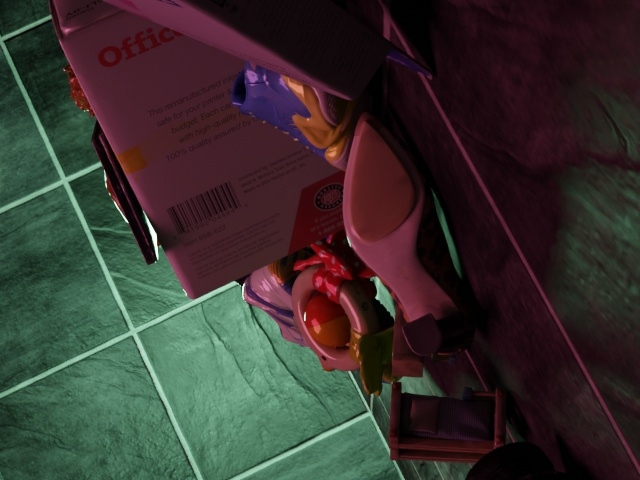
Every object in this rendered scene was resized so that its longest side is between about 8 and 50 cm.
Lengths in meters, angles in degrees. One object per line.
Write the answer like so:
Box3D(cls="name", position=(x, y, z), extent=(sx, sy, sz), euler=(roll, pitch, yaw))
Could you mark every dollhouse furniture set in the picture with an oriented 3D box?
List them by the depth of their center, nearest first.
Box3D(cls="dollhouse furniture set", position=(0.146, 0.153, 1.473), extent=(0.129, 0.129, 0.184), euler=(80, -167, -69))

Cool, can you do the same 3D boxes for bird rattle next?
Box3D(cls="bird rattle", position=(0.024, 0.101, 1.821), extent=(0.207, 0.143, 0.254), euler=(-25, 101, 53))

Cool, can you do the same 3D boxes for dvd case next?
Box3D(cls="dvd case", position=(-0.243, -0.068, 1.604), extent=(0.221, 0.018, 0.165), euler=(-122, 10, -76))

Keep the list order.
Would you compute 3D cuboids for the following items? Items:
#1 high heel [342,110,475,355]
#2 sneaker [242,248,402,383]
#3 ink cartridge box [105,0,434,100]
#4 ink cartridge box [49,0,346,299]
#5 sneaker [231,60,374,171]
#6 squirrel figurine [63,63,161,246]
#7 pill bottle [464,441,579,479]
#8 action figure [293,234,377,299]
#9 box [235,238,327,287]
Box3D(cls="high heel", position=(0.095, -0.003, 1.356), extent=(0.186, 0.093, 0.261), euler=(9, -115, -73))
Box3D(cls="sneaker", position=(0.008, 0.128, 2.044), extent=(0.296, 0.131, 0.112), euler=(43, -135, -15))
Box3D(cls="ink cartridge box", position=(-0.118, -0.206, 1.028), extent=(0.324, 0.071, 0.330), euler=(27, -179, 37))
Box3D(cls="ink cartridge box", position=(-0.119, -0.165, 1.546), extent=(0.160, 0.279, 0.385), euler=(-120, 7, -56))
Box3D(cls="sneaker", position=(-0.018, -0.145, 1.329), extent=(0.240, 0.126, 0.091), euler=(66, -139, -71))
Box3D(cls="squirrel figurine", position=(-0.234, -0.224, 2.121), extent=(0.397, 0.281, 0.370), euler=(52, 155, -13))
Box3D(cls="pill bottle", position=(0.221, 0.297, 1.203), extent=(0.219, 0.122, 0.123), euler=(58, 172, 49))
Box3D(cls="action figure", position=(0.000, 0.000, 1.953), extent=(0.139, 0.091, 0.280), euler=(-53, 52, 32))
Box3D(cls="box", position=(-0.053, 0.023, 2.079), extent=(0.158, 0.156, 0.093), euler=(39, -149, -32))
